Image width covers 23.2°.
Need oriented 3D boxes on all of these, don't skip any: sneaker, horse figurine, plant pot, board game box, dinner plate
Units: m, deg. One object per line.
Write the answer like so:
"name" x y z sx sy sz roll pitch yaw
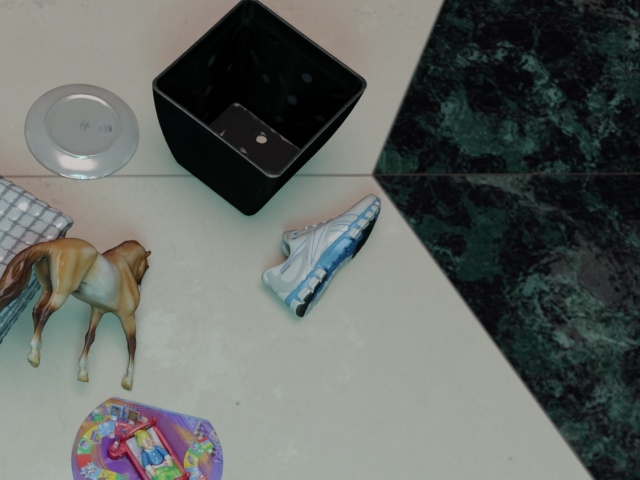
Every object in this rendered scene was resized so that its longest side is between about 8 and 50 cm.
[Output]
"sneaker" 0.000 0.000 1.880 0.083 0.071 0.191 34 59 15
"horse figurine" -0.265 0.062 1.714 0.066 0.263 0.175 2 77 32
"plant pot" -0.084 -0.141 1.884 0.187 0.167 0.188 37 59 11
"board game box" -0.189 0.238 1.721 0.168 0.033 0.133 15 58 -3
"dinner plate" -0.293 -0.138 1.926 0.141 0.017 0.141 6 60 -10

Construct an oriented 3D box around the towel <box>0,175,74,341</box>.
"towel" -0.444 0.040 1.734 0.235 0.121 0.284 29 60 7
